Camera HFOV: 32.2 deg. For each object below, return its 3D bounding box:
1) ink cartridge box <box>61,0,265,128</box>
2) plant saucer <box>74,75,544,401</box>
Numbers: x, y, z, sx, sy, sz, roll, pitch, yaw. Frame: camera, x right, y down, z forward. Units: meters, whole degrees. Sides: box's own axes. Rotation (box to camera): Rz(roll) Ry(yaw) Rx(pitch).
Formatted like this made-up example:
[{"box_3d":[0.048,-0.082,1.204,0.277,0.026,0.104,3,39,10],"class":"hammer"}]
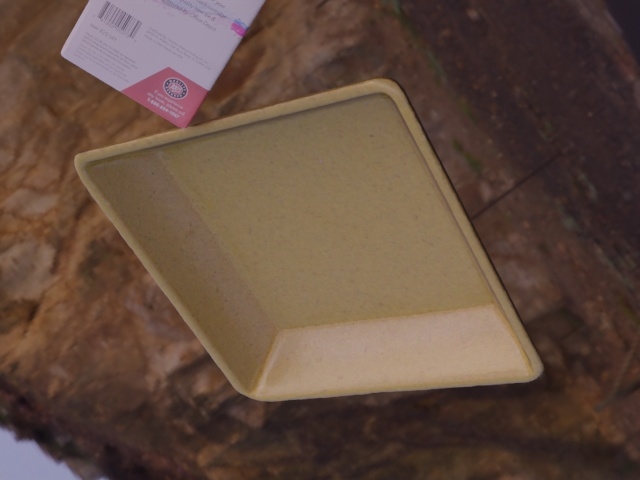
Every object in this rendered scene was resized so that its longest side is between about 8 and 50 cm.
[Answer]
[{"box_3d":[-0.102,-0.204,0.866,0.115,0.198,0.067,31,-163,-13],"class":"ink cartridge box"},{"box_3d":[0.000,0.000,0.993,0.333,0.332,0.081,59,-141,-32],"class":"plant saucer"}]
